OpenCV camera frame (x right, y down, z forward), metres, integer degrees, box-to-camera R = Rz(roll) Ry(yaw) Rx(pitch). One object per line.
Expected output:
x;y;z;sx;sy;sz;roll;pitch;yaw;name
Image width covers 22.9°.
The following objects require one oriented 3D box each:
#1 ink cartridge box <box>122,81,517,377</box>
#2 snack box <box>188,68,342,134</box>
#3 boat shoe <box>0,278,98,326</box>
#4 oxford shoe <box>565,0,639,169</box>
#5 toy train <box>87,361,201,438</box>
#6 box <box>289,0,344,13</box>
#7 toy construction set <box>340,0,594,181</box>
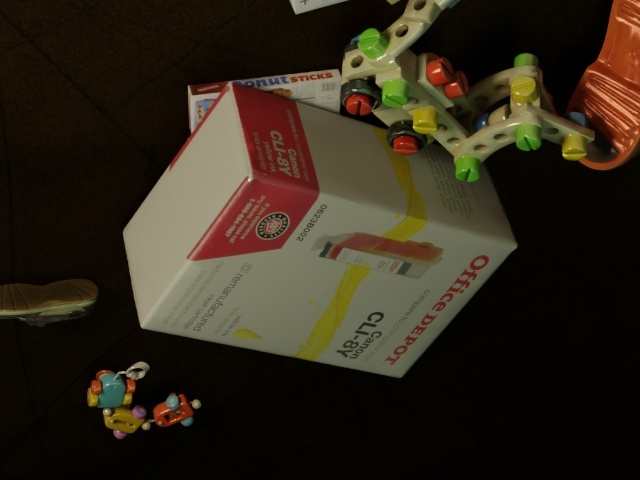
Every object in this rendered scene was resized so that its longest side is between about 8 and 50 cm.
0.000;0.000;1.908;0.384;0.160;0.279;13;132;-31;ink cartridge box
-0.064;-0.160;1.843;0.178;0.022;0.064;-8;138;-11;snack box
-0.352;0.084;1.969;0.152;0.056;0.049;-4;129;-15;boat shoe
0.413;-0.253;1.864;0.132;0.130;0.364;-15;141;-54;oxford shoe
-0.244;0.208;2.138;0.125;0.046;0.166;-27;139;8;toy train
0.066;-0.382;1.594;0.262;0.127;0.231;-15;134;-4;box
0.151;-0.188;1.792;0.215;0.151;0.328;-13;134;31;toy construction set
